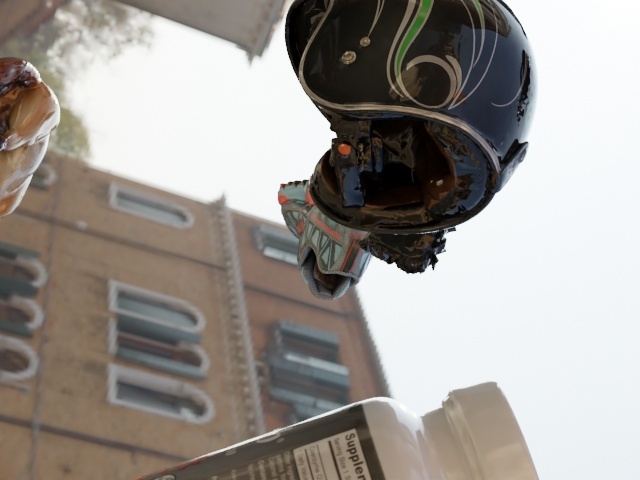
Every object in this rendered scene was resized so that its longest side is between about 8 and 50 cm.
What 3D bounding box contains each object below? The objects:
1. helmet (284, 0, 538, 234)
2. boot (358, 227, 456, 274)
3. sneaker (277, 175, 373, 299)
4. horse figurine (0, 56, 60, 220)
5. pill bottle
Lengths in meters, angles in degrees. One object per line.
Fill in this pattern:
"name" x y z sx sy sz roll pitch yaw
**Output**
"helmet" 0.055 -0.102 0.769 0.169 0.169 0.161 -49 -156 49
"boot" 0.066 -0.031 1.041 0.099 0.121 0.045 -60 161 -12
"sneaker" 0.000 0.000 1.284 0.262 0.104 0.125 158 -55 -80
"horse figurine" -0.270 -0.068 0.971 0.174 0.066 0.263 -58 180 -37
"pill bottle" 0.009 0.260 1.043 0.210 0.363 0.210 161 -90 -90
